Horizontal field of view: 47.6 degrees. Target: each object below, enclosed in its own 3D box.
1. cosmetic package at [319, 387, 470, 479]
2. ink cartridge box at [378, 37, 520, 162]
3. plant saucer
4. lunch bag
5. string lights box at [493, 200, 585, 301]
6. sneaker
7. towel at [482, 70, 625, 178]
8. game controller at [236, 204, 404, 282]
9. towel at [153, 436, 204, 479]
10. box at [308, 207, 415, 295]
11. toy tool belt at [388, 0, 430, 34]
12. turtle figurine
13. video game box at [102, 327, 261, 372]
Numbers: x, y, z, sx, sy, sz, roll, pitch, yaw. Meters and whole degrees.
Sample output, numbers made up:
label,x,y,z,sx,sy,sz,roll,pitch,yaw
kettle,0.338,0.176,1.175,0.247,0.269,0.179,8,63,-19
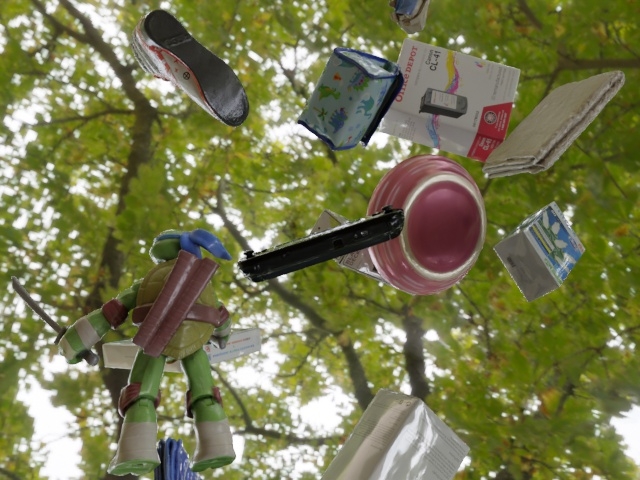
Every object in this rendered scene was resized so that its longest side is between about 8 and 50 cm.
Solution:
label,x,y,z,sx,sy,sz,roll,pitch,yaw
cosmetic package,0.128,0.522,1.529,0.365,0.197,0.155,-51,-157,-20
ink cartridge box,0.322,-0.351,1.825,0.131,0.306,0.226,101,6,-68
plant saucer,0.264,-0.034,1.687,0.084,0.332,0.332,10,-102,62
lunch bag,0.055,-0.208,1.078,0.096,0.151,0.129,39,-64,15
string lights box,0.465,0.018,1.527,0.076,0.259,0.133,-34,-93,35
sneaker,-0.262,-0.332,1.443,0.090,0.270,0.145,-52,-156,-18
towel,0.455,-0.223,1.425,0.282,0.049,0.187,-44,-165,-15
game controller,0.000,0.000,1.348,0.319,0.067,0.166,-17,-168,-1
towel,-0.120,0.430,0.925,0.040,0.336,0.243,-24,-143,1
box,0.129,0.032,1.879,0.087,0.290,0.169,-59,-142,10
toy tool belt,0.116,-0.317,0.955,0.052,0.051,0.083,-9,-114,53
turtle figurine,-0.196,0.140,0.856,0.274,0.198,0.266,-21,-118,20
video game box,-0.238,0.185,1.253,0.205,0.187,0.048,-5,-91,39
